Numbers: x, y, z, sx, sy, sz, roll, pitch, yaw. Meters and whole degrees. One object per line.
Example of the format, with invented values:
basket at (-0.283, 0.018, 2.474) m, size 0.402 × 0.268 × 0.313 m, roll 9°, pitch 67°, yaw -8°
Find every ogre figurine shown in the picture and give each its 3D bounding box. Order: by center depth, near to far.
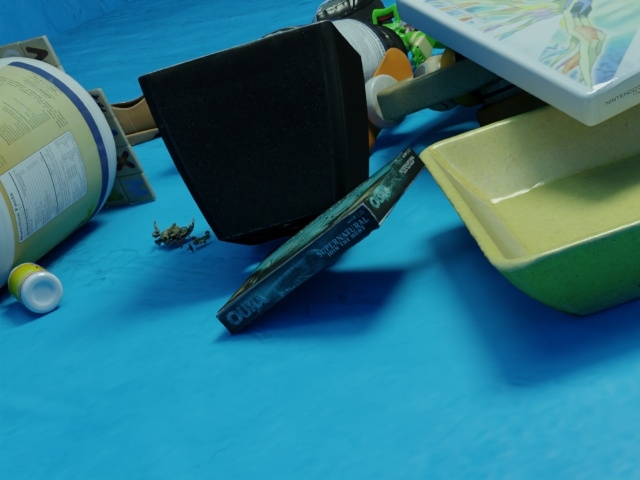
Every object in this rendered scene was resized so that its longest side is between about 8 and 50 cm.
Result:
ogre figurine at (0.123, -0.276, 1.728) m, size 0.118 × 0.097 × 0.197 m, roll 9°, pitch 37°, yaw 42°

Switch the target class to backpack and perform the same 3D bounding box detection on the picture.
backpack at (0.045, -0.326, 1.933) m, size 0.114 × 0.105 × 0.084 m, roll -26°, pitch -2°, yaw -16°

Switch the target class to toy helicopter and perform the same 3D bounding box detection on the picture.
toy helicopter at (0.149, -0.188, 1.473) m, size 0.235 × 0.140 × 0.355 m, roll -22°, pitch 6°, yaw 18°

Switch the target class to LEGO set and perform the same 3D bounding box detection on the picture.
LEGO set at (-0.152, -0.002, 1.358) m, size 0.054 × 0.023 × 0.083 m, roll -27°, pitch 34°, yaw -15°

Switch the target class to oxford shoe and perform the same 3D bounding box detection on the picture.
oxford shoe at (-0.217, -0.205, 1.888) m, size 0.212 × 0.076 × 0.076 m, roll -17°, pitch 18°, yaw 2°

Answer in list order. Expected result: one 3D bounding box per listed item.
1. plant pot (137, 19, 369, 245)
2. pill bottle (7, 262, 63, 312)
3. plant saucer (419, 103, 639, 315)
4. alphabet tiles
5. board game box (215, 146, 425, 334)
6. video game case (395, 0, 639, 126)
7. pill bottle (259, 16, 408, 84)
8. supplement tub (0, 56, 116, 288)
plant pot at (-0.043, -0.091, 1.215) m, size 0.187 × 0.167 × 0.188 m, roll -16°, pitch -6°, yaw 10°
pill bottle at (-0.302, 0.048, 1.318) m, size 0.043 × 0.043 × 0.083 m, roll -27°, pitch 21°, yaw -22°
plant saucer at (0.269, -0.050, 0.995) m, size 0.333 × 0.081 × 0.333 m, roll -18°, pitch 19°, yaw 1°
alphabet tiles at (-0.331, -0.137, 1.560) m, size 0.198 × 0.237 × 0.009 m, roll -7°, pitch 31°, yaw 31°
board game box at (0.000, 0.000, 1.078) m, size 0.186 × 0.026 × 0.126 m, roll -37°, pitch 7°, yaw 32°
video game case at (0.276, -0.235, 1.188) m, size 0.300 × 0.036 × 0.329 m, roll -27°, pitch 35°, yaw -14°
pill bottle at (0.016, -0.207, 1.531) m, size 0.123 × 0.122 × 0.219 m, roll -6°, pitch 10°, yaw 33°
supplement tub at (-0.402, -0.058, 1.421) m, size 0.228 × 0.228 × 0.316 m, roll -8°, pitch 22°, yaw 29°
